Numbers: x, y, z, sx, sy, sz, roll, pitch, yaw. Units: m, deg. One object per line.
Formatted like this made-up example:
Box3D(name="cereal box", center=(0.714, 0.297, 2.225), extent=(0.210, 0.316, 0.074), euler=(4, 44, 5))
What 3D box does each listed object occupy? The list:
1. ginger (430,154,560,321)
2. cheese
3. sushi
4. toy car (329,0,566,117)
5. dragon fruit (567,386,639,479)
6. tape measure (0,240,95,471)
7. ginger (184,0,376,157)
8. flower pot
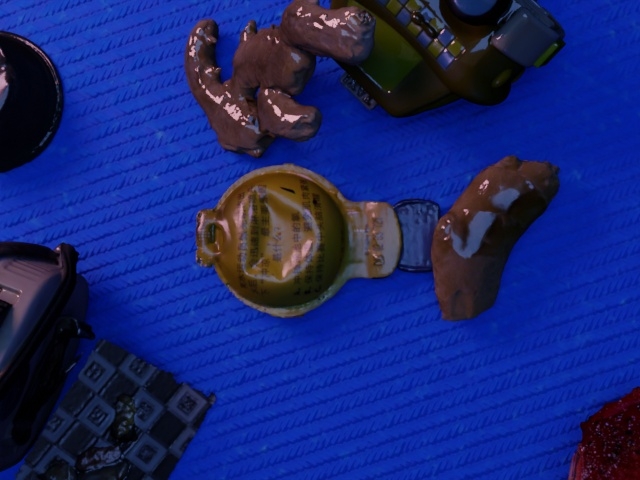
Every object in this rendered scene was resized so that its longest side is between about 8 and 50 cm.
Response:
Box3D(name="ginger", center=(0.165, -0.007, 1.018), extent=(0.095, 0.069, 0.190), euler=(36, 88, -2))
Box3D(name="cheese", center=(0.000, 0.000, 1.036), extent=(0.250, 0.064, 0.156), euler=(0, 86, -5))
Box3D(name="sushi", center=(-0.215, 0.208, 1.050), extent=(0.139, 0.031, 0.201), euler=(33, 86, -15))
Box3D(name="toy car", center=(0.091, -0.219, 1.002), extent=(0.248, 0.204, 0.198), euler=(46, 112, 5))
Box3D(name="dragon fruit", center=(0.324, 0.255, 0.942), extent=(0.189, 0.163, 0.261), euler=(51, 54, -17))
Box3D(name="tape measure", center=(-0.301, 0.105, 0.946), extent=(0.133, 0.271, 0.231), euler=(21, 89, 6))
Box3D(name="ginger", center=(-0.036, -0.159, 1.001), extent=(0.259, 0.065, 0.149), euler=(-1, 105, 45))
Box3D(name="flower pot", center=(-0.358, -0.153, 1.057), extent=(0.157, 0.107, 0.157), euler=(-1, 85, 6))
